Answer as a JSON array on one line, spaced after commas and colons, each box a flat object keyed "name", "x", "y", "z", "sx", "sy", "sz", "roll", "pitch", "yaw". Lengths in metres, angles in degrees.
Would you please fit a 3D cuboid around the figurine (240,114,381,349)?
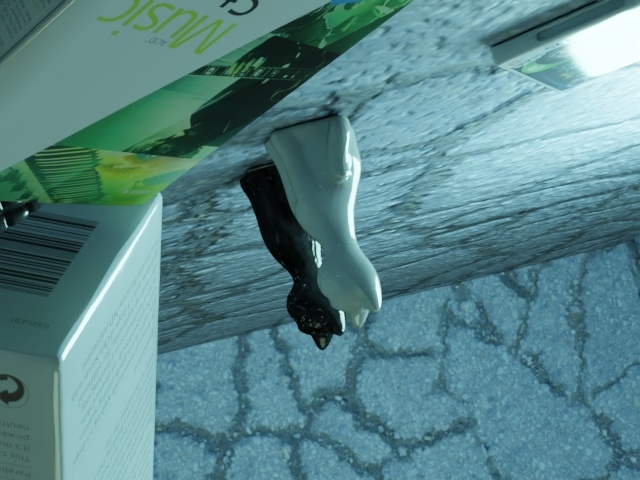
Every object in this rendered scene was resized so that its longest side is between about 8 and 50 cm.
[{"name": "figurine", "x": 0.000, "y": 0.000, "z": 1.148, "sx": 0.092, "sy": 0.209, "sz": 0.215, "roll": -13, "pitch": 170, "yaw": -18}]

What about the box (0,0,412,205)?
[{"name": "box", "x": -0.078, "y": -0.122, "z": 0.610, "sx": 0.322, "sy": 0.058, "sz": 0.232, "roll": -32, "pitch": 164, "yaw": 28}]

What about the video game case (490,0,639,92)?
[{"name": "video game case", "x": 0.274, "y": -0.192, "z": 1.047, "sx": 0.173, "sy": 0.022, "sz": 0.190, "roll": -20, "pitch": 170, "yaw": 28}]

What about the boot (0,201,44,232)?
[{"name": "boot", "x": -0.342, "y": -0.033, "z": 0.732, "sx": 0.338, "sy": 0.118, "sz": 0.223, "roll": -31, "pitch": -156, "yaw": -34}]

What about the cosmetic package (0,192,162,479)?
[{"name": "cosmetic package", "x": -0.238, "y": 0.192, "z": 0.883, "sx": 0.161, "sy": 0.453, "sz": 0.230, "roll": 10, "pitch": -149, "yaw": 5}]
